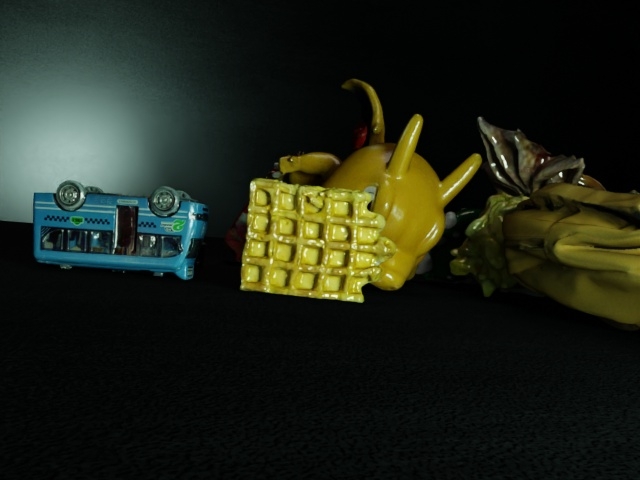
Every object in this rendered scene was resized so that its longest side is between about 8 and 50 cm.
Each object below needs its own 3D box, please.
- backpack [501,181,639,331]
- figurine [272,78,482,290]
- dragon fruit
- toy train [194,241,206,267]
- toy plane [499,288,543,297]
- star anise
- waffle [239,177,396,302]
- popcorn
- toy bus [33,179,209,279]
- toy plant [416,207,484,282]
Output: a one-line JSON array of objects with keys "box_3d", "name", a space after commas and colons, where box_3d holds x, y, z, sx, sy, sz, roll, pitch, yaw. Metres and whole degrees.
[{"box_3d": [0.447, 0.022, 1.083, 0.354, 0.201, 0.378, 3, 5, -28], "name": "backpack"}, {"box_3d": [0.073, -0.092, 1.381, 0.268, 0.400, 0.387, -9, 10, -25], "name": "figurine"}, {"box_3d": [-0.079, -0.041, 1.586, 0.161, 0.274, 0.126, 36, 10, -6], "name": "dragon fruit"}, {"box_3d": [-0.289, 0.018, 1.337, 0.202, 0.060, 0.081, 4, 9, -40], "name": "toy train"}, {"box_3d": [0.448, 0.081, 1.475, 0.273, 0.107, 0.182, 23, -44, -5], "name": "toy plane"}, {"box_3d": [0.422, -0.098, 1.403, 0.350, 0.109, 0.292, 35, -2, 44], "name": "star anise"}, {"box_3d": [0.000, 0.000, 1.074, 0.211, 0.160, 0.055, 5, 1, 3], "name": "waffle"}, {"box_3d": [0.324, 0.010, 1.332, 0.188, 0.167, 0.185, 0, -17, -33], "name": "popcorn"}, {"box_3d": [-0.297, -0.017, 1.158, 0.247, 0.134, 0.113, 4, 0, 1], "name": "toy bus"}, {"box_3d": [0.299, 0.013, 1.555, 0.233, 0.112, 0.243, 3, -39, -24], "name": "toy plant"}]
